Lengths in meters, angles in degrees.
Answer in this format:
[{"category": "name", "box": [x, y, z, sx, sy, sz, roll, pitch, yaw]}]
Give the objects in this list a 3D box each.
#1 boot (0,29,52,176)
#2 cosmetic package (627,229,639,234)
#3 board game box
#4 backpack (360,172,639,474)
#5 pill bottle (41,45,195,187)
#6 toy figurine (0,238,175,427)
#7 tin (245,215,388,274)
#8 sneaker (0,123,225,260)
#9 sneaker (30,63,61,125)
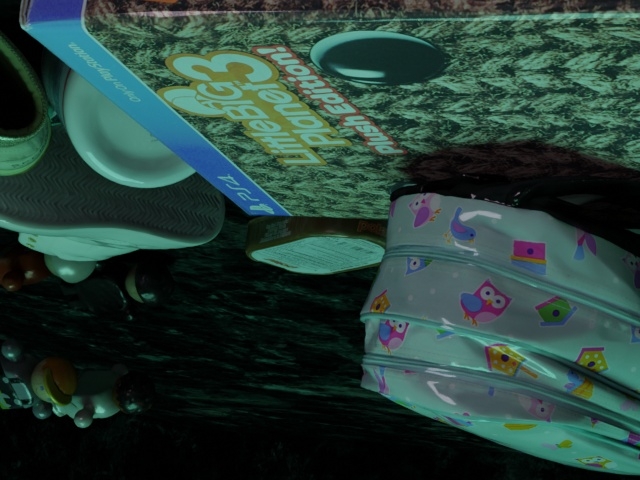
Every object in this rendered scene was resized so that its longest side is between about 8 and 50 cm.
[{"category": "boot", "box": [-0.242, -0.112, 0.661, 0.213, 0.077, 0.165, 33, 172, -11]}, {"category": "cosmetic package", "box": [0.361, 0.018, 0.780, 0.453, 0.161, 0.230, 15, 164, -25]}, {"category": "board game box", "box": [0.069, -0.106, 0.506, 0.291, 0.141, 0.232, 2, 164, 21]}, {"category": "backpack", "box": [0.106, 0.039, 0.529, 0.182, 0.115, 0.152, 21, 163, -33]}, {"category": "pill bottle", "box": [-0.110, -0.091, 0.677, 0.087, 0.087, 0.160, 14, -167, -23]}, {"category": "toy figurine", "box": [-0.272, 0.100, 1.349, 0.148, 0.210, 0.213, -7, 161, 29]}, {"category": "tin", "box": [0.000, 0.000, 1.162, 0.106, 0.040, 0.189, 22, 161, -29]}, {"category": "sneaker", "box": [-0.244, -0.039, 1.004, 0.292, 0.108, 0.169, 19, 159, -40]}, {"category": "sneaker", "box": [-0.246, -0.117, 0.796, 0.223, 0.098, 0.083, -12, -178, -39]}]
